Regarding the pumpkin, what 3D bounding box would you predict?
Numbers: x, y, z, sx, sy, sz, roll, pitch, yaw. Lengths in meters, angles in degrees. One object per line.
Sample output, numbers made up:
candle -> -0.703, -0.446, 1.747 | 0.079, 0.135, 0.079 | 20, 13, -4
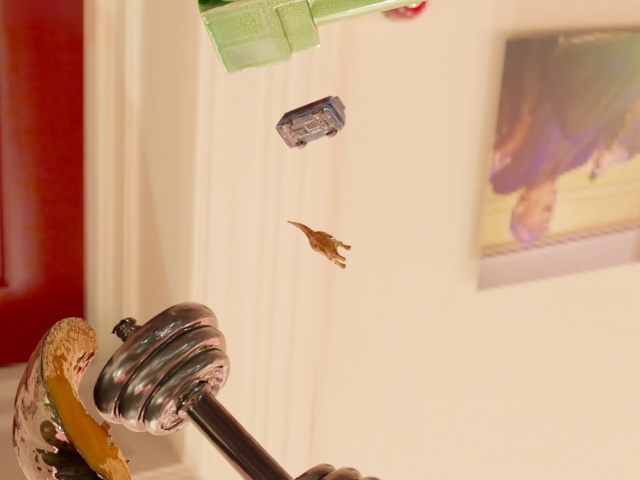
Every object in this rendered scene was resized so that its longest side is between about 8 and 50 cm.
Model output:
pumpkin -> -0.305, 0.212, 1.334 | 0.130, 0.254, 0.149 | -28, 151, 16

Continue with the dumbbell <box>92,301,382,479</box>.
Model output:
dumbbell -> -0.090, 0.230, 1.332 | 0.406, 0.179, 0.179 | 44, -145, 19

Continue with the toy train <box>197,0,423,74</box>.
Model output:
toy train -> 0.038, -0.173, 0.695 | 0.251, 0.119, 0.085 | -12, -123, 5

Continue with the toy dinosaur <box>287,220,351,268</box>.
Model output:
toy dinosaur -> 0.003, 0.002, 1.319 | 0.041, 0.026, 0.113 | 25, -171, -37

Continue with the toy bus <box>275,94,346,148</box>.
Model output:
toy bus -> -0.009, -0.143, 1.447 | 0.083, 0.038, 0.046 | -17, -148, 34
